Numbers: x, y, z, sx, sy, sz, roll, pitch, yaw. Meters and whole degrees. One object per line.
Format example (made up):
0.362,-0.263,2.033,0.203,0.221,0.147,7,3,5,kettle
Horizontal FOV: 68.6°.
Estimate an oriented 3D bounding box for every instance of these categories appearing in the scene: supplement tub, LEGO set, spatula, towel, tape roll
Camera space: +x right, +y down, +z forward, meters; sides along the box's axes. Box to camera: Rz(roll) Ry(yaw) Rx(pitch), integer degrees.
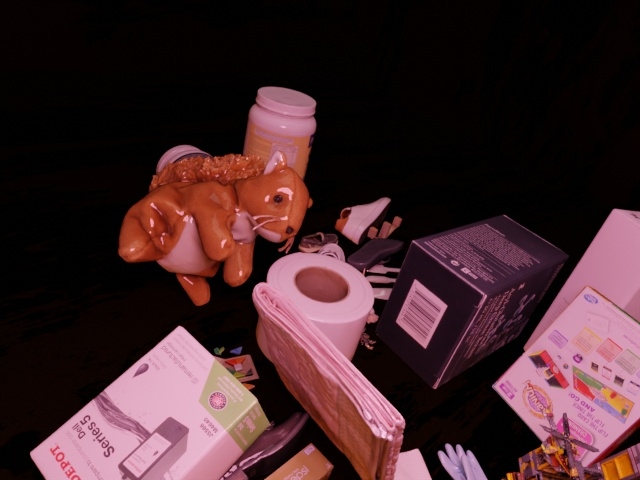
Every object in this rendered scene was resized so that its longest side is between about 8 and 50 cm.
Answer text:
-0.149,-0.354,1.682,0.241,0.331,0.241,11,32,-7,supplement tub
-0.361,-0.154,1.409,0.191,0.191,0.272,-12,41,-37,supplement tub
0.503,0.448,0.780,0.332,0.192,0.255,20,46,1,LEGO set
0.243,0.125,1.400,0.242,0.019,0.168,6,27,-16,spatula
0.007,0.262,0.802,0.053,0.331,0.317,-33,54,-22,towel
0.106,0.241,1.140,0.054,0.023,0.083,38,15,8,LEGO set
-0.016,0.164,1.079,0.246,0.169,0.246,11,32,-7,tape roll

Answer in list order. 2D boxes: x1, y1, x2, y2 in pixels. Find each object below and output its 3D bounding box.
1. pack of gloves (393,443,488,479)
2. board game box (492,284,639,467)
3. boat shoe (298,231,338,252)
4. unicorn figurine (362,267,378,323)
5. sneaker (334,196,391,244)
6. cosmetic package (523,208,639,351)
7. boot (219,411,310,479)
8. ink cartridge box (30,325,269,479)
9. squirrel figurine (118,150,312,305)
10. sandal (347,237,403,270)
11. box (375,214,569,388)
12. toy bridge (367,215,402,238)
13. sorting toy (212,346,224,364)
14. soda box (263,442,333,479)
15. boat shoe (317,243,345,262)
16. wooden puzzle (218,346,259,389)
0.246,0.464,0.836,0.195,0.046,0.232,2,34,-23,pack of gloves
0.558,0.291,0.987,0.064,0.316,0.242,20,23,-41,board game box
0.000,0.000,1.456,0.152,0.049,0.056,-18,44,-42,boat shoe
0.099,0.162,1.247,0.111,0.060,0.161,-7,54,-32,unicorn figurine
0.148,-0.096,1.618,0.123,0.105,0.290,29,35,17,sneaker
0.719,0.162,1.126,0.230,0.453,0.161,4,33,-16,cosmetic package
-0.171,0.325,0.830,0.229,0.091,0.263,35,38,28,boot
-0.247,0.301,0.714,0.198,0.114,0.273,33,61,28,ink cartridge box
-0.214,-0.094,1.097,0.371,0.281,0.396,-25,46,11,squirrel figurine
0.166,0.048,1.455,0.097,0.054,0.255,17,28,38,sandal
0.376,0.135,1.175,0.396,0.293,0.212,-15,43,-39,box
0.217,-0.033,1.590,0.026,0.063,0.188,33,32,26,toy bridge
-0.234,0.250,0.982,0.062,0.012,0.083,12,37,8,sorting toy
-0.064,0.414,0.762,0.058,0.061,0.181,37,37,30,soda box
0.026,0.067,1.328,0.095,0.084,0.258,15,32,0,boat shoe
-0.172,0.271,0.989,0.079,0.014,0.116,-7,38,-32,wooden puzzle
